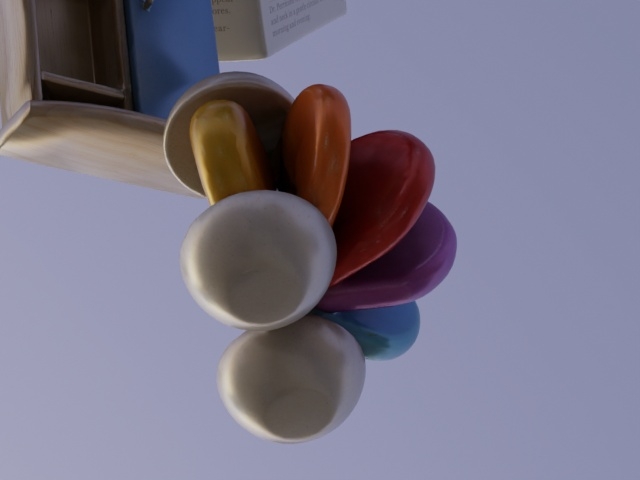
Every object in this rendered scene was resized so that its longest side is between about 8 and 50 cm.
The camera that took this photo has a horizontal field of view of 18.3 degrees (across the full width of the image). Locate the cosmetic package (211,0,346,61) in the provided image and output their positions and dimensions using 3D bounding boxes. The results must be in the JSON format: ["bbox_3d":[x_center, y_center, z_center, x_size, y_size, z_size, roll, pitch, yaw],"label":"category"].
[{"bbox_3d":[-0.085,-0.221,1.322,0.151,0.151,0.183,0,-74,22],"label":"cosmetic package"}]

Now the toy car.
[{"bbox_3d":[0.000,0.000,1.010,0.136,0.159,0.182,-14,-51,0],"label":"toy car"}]

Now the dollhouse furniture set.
[{"bbox_3d":[-0.087,-0.197,1.021,0.286,0.198,0.303,12,-34,-34],"label":"dollhouse furniture set"}]
